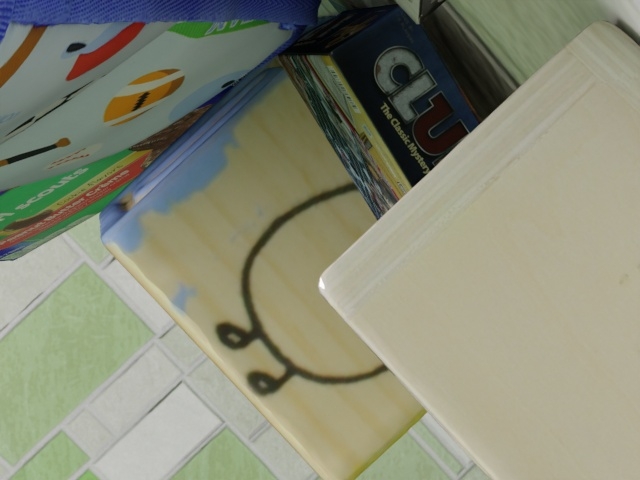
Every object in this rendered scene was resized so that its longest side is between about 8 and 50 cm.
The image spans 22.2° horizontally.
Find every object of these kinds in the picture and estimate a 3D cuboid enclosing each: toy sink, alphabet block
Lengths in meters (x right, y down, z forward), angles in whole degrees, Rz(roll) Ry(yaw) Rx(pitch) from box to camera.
[{"bbox_3d":[0.125,0.071,0.527,0.234,0.131,0.153,46,178,14],"label":"toy sink"},{"bbox_3d":[0.000,0.000,0.978,0.197,0.192,0.193,47,180,-9],"label":"alphabet block"}]

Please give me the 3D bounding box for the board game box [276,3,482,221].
[{"bbox_3d":[0.070,0.004,0.762,0.243,0.042,0.165,58,175,-11],"label":"board game box"}]

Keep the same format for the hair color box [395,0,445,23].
[{"bbox_3d":[-0.003,-0.135,0.481,0.141,0.043,0.072,48,178,5],"label":"hair color box"}]

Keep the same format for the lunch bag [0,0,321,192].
[{"bbox_3d":[-0.219,-0.108,0.658,0.328,0.385,0.239,-22,-69,-70],"label":"lunch bag"}]

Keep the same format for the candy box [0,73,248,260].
[{"bbox_3d":[-0.206,-0.086,1.070,0.122,0.268,0.317,66,-159,9],"label":"candy box"}]

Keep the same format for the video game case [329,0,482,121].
[{"bbox_3d":[0.027,-0.109,0.812,0.122,0.011,0.087,48,177,-29],"label":"video game case"}]
